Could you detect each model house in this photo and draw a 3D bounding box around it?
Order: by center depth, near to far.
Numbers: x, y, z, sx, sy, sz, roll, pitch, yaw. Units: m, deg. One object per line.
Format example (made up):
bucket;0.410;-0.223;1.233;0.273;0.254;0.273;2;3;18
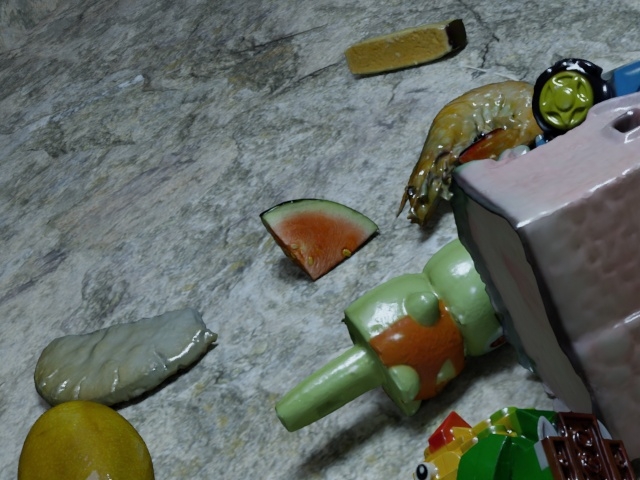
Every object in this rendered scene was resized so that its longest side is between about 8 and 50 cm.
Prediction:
model house;0.256;0.002;1.035;0.237;0.237;0.202;-27;19;-3

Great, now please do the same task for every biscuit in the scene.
biscuit;-0.248;0.146;1.531;0.290;0.038;0.141;-12;31;34
biscuit;0.122;-0.280;1.892;0.188;0.052;0.056;-6;22;40

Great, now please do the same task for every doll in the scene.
doll;0.142;0.188;0.960;0.106;0.134;0.186;6;-6;-36

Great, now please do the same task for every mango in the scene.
mango;-0.226;0.242;1.271;0.136;0.099;0.227;-26;33;0

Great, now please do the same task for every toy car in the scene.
toy car;0.348;-0.109;1.179;0.314;0.166;0.198;-21;-12;35

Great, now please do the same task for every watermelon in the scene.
watermelon;0.000;0.000;1.509;0.135;0.125;0.094;-6;61;10

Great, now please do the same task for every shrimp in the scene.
shrimp;0.182;-0.104;1.507;0.152;0.063;0.287;-1;36;28

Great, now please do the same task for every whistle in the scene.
whistle;0.086;0.086;1.190;0.288;0.131;0.106;-34;67;-9
